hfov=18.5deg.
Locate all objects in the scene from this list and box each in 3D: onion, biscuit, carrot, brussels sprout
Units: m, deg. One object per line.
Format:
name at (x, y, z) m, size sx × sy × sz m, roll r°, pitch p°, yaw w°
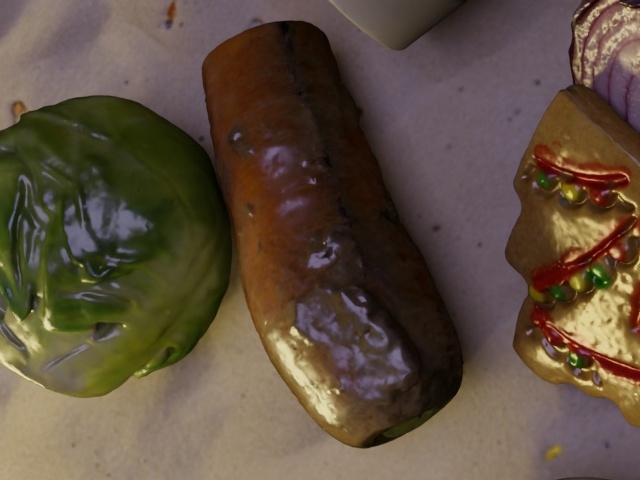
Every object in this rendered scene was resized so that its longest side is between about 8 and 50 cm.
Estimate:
onion at (0.242, -0.090, 1.292) m, size 0.195 × 0.140 × 0.218 m, roll 49°, pitch 147°, yaw 7°
biscuit at (0.190, 0.014, 1.284) m, size 0.212 × 0.041 × 0.239 m, roll -1°, pitch 112°, yaw 51°
carrot at (0.000, 0.000, 1.395) m, size 0.138 × 0.138 × 0.302 m, roll -29°, pitch 69°, yaw 20°
brussels sprout at (-0.162, 0.002, 1.448) m, size 0.223 × 0.161 × 0.223 m, roll 4°, pitch 104°, yaw 16°

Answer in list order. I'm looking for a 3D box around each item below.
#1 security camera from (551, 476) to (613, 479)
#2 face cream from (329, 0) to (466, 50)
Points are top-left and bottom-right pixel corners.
security camera at (0.193, 0.251, 1.257) m, size 0.236 × 0.194 × 0.195 m, roll 30°, pitch 99°, yaw 21°
face cream at (0.059, -0.268, 1.328) m, size 0.179 × 0.218 × 0.218 m, roll -38°, pitch 73°, yaw 17°
